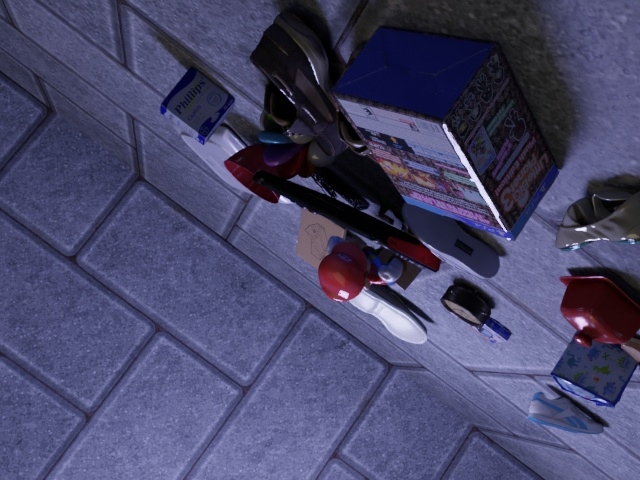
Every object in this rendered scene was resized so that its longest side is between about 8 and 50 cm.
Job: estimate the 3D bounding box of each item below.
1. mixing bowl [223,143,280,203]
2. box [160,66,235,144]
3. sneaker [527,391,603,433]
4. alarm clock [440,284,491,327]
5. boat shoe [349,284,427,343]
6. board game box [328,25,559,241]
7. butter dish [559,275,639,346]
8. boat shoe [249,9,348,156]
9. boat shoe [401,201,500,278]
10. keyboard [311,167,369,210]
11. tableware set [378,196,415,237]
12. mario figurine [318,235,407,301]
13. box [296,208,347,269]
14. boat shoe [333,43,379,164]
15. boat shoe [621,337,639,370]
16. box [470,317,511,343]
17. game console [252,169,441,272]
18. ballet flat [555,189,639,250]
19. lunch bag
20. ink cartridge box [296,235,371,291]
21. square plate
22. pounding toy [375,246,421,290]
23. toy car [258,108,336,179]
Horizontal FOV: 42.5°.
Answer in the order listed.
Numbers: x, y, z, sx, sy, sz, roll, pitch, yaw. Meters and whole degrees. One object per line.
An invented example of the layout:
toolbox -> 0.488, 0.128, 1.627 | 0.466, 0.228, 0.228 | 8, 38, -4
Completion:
mixing bowl -> -0.157, -0.191, 2.185 | 0.181, 0.098, 0.181 | 34, 168, 8
box -> -0.300, -0.328, 2.006 | 0.137, 0.126, 0.072 | 37, 169, -4
sneaker -> 0.733, 0.516, 2.434 | 0.228, 0.092, 0.087 | 17, 166, -4
alarm clock -> 0.380, 0.173, 2.158 | 0.129, 0.064, 0.192 | 34, 165, 9
boat shoe -> 0.229, 0.223, 2.683 | 0.305, 0.091, 0.109 | 35, 131, -4
board game box -> 0.193, -0.163, 1.255 | 0.232, 0.141, 0.291 | 24, 163, 43
butter dish -> 0.524, 0.149, 1.561 | 0.160, 0.118, 0.160 | 40, 167, -12
boat shoe -> -0.043, -0.262, 1.501 | 0.132, 0.130, 0.355 | 47, 172, 35
boat shoe -> 0.266, 0.002, 1.770 | 0.258, 0.095, 0.084 | 40, 163, -13
keyboard -> 0.030, -0.129, 2.055 | 0.192, 0.038, 0.100 | 40, 167, -13
tableware set -> 0.202, -0.047, 1.937 | 0.154, 0.024, 0.104 | 34, 164, 14
mario figurine -> 0.105, 0.041, 1.953 | 0.320, 0.198, 0.170 | -4, -108, -67
box -> 0.000, 0.000, 2.374 | 0.164, 0.021, 0.201 | 35, 136, 29
boat shoe -> 0.078, -0.211, 1.443 | 0.123, 0.116, 0.324 | 31, 166, 22
boat shoe -> 0.684, 0.260, 1.676 | 0.170, 0.059, 0.063 | 34, 167, 10
box -> 0.472, 0.249, 2.273 | 0.081, 0.028, 0.136 | 36, 169, 0
game console -> 0.070, -0.039, 1.860 | 0.386, 0.060, 0.342 | 27, -174, 30
ballet flat -> 0.431, -0.036, 1.268 | 0.086, 0.086, 0.248 | 39, 166, -11
lunch bag -> 0.610, 0.287, 1.810 | 0.151, 0.129, 0.096 | 18, 159, 50
ink cartridge box -> 0.054, 0.043, 2.482 | 0.219, 0.093, 0.160 | 28, 163, 34
square plate -> -0.270, -0.234, 2.448 | 0.344, 0.049, 0.347 | 21, 160, 49
pounding toy -> 0.195, 0.045, 2.164 | 0.141, 0.100, 0.130 | 40, -178, -4
toy car -> -0.066, -0.208, 1.794 | 0.159, 0.136, 0.182 | 22, 161, 48
